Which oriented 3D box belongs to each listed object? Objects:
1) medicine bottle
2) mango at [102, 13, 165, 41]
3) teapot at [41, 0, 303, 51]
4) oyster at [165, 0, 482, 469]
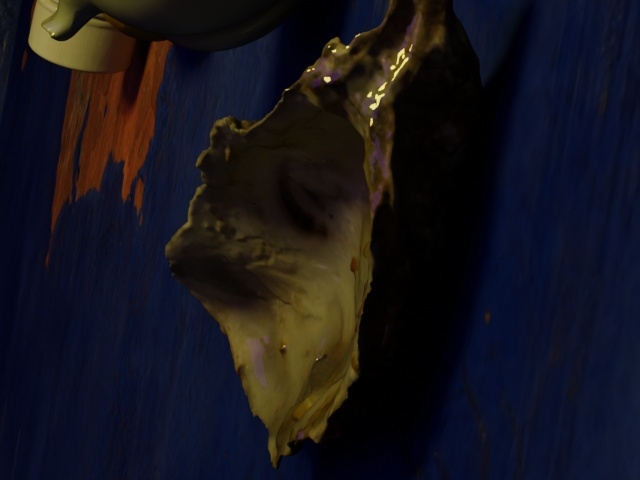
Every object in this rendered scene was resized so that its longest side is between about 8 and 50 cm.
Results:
[{"bbox_3d":[-0.231,-0.306,2.006,0.139,0.139,0.237,-110,34,-60],"label":"medicine bottle"},{"bbox_3d":[-0.158,-0.274,1.768,0.317,0.119,0.176,-168,80,-79],"label":"mango"},{"bbox_3d":[-0.061,-0.257,1.400,0.318,0.220,0.149,-52,-40,-34],"label":"teapot"},{"bbox_3d":[0.011,0.016,1.077,0.396,0.111,0.204,126,132,-56],"label":"oyster"}]
